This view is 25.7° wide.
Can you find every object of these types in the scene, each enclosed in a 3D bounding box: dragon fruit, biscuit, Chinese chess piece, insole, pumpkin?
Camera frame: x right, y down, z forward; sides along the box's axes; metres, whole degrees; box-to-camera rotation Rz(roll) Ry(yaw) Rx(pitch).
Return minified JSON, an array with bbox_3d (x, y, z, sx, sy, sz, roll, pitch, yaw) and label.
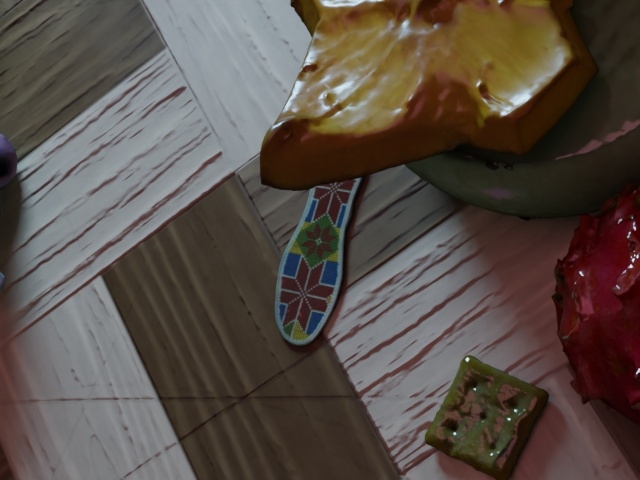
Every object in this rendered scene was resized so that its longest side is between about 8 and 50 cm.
[{"bbox_3d":[0.298,0.053,0.987,0.268,0.210,0.205,3,99,8],"label":"dragon fruit"},{"bbox_3d":[0.133,0.143,1.136,0.081,0.018,0.083,26,86,31],"label":"biscuit"},{"bbox_3d":[0.188,-0.188,1.141,0.349,0.146,0.349,-8,70,23],"label":"Chinese chess piece"},{"bbox_3d":[0.000,0.000,1.253,0.065,0.006,0.193,11,80,28],"label":"insole"},{"bbox_3d":[0.090,-0.176,1.046,0.290,0.095,0.258,-13,63,18],"label":"pumpkin"}]

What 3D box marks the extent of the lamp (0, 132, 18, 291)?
[{"bbox_3d":[-0.424,0.012,1.338,0.247,0.247,0.301,42,102,26],"label":"lamp"}]
